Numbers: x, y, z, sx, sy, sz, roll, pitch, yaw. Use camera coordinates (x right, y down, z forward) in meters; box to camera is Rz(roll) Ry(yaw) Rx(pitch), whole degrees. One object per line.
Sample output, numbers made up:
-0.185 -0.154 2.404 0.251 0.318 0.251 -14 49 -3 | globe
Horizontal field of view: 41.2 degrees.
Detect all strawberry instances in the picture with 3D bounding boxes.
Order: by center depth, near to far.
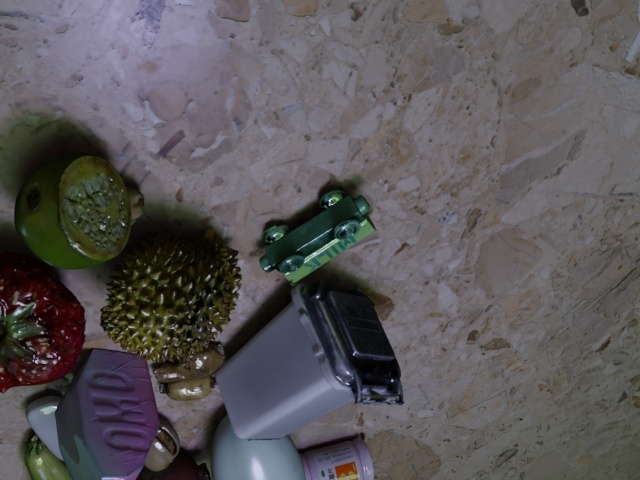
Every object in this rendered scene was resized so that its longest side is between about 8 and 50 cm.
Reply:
-0.545 0.143 1.554 0.274 0.220 0.274 4 111 9 | strawberry

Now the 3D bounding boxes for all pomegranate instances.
-0.420 -0.060 1.460 0.159 0.241 0.190 -7 121 32 | pomegranate

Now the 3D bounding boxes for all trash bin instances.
-0.030 0.298 1.873 0.367 0.296 0.255 -38 152 25 | trash bin

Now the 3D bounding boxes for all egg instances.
-0.158 0.576 2.125 0.229 0.230 0.371 -18 120 -7 | egg

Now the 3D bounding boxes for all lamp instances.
-0.398 0.627 2.128 0.258 0.180 0.180 -17 137 -6 | lamp

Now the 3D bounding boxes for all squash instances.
-0.632 0.522 1.977 0.094 0.094 0.224 -17 131 -9 | squash

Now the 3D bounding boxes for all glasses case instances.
-0.581 0.425 1.915 0.092 0.059 0.233 -23 137 -5 | glasses case

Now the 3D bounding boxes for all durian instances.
-0.273 0.109 1.621 0.258 0.258 0.293 -55 173 28 | durian

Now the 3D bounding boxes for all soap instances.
-0.433 0.380 1.746 0.192 0.324 0.109 13 127 -33 | soap

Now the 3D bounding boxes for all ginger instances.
-0.292 0.277 1.897 0.165 0.067 0.096 -17 159 -10 | ginger

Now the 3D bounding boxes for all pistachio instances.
-0.391 0.483 2.036 0.113 0.113 0.149 -18 122 -8 | pistachio

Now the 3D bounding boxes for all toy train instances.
0.000 0.000 1.749 0.253 0.105 0.157 -33 151 8 | toy train

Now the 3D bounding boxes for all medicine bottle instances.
0.011 0.635 2.342 0.249 0.133 0.133 -10 135 -14 | medicine bottle

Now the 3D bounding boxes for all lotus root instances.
-0.293 0.336 1.958 0.151 0.063 0.072 -8 133 -14 | lotus root
